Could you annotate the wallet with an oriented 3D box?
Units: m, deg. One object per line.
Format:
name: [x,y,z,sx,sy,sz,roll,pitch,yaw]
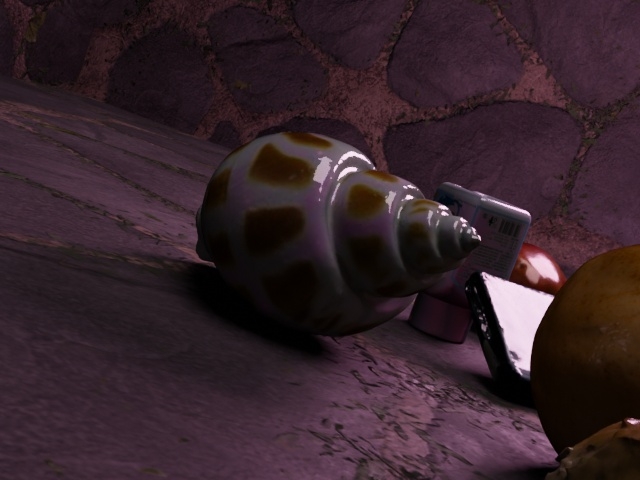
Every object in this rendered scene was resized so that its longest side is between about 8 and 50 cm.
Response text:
wallet: [0.351,0.143,1.056,0.379,0.046,0.190,16,31,-18]

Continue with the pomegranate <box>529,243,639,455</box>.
pomegranate: [0.280,0.111,0.738,0.233,0.233,0.233,19,7,-3]

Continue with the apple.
apple: [0.287,0.075,1.305,0.156,0.147,0.158,39,-1,-26]

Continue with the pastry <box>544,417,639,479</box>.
pastry: [0.259,0.190,0.492,0.236,0.120,0.257,20,4,-30]

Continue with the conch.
conch: [-0.001,0.000,0.940,0.368,0.197,0.249,35,-4,45]

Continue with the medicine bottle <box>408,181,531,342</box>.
medicine bottle: [0.180,0.031,1.156,0.095,0.187,0.119,16,8,-25]
